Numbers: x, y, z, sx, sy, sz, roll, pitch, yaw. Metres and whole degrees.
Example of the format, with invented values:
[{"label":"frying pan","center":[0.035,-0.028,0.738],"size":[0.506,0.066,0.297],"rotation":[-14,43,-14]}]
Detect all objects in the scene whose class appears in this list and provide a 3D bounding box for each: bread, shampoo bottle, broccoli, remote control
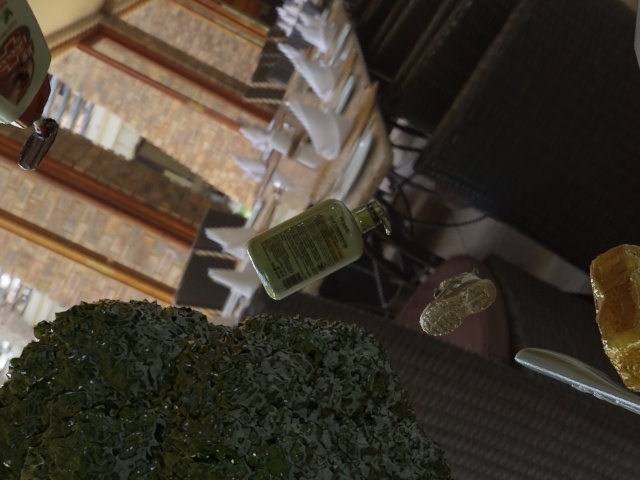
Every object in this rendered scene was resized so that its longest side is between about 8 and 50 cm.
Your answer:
[{"label":"bread","center":[0.620,0.145,1.558],"size":[0.132,0.167,0.294],"rotation":[-33,24,35]},{"label":"shampoo bottle","center":[-0.379,-0.198,0.936],"size":[0.153,0.071,0.284],"rotation":[-58,-24,-22]},{"label":"shampoo bottle","center":[0.000,0.000,0.914],"size":[0.162,0.079,0.079],"rotation":[-28,9,-5]},{"label":"broccoli","center":[-0.067,0.187,0.453],"size":[0.283,0.303,0.321],"rotation":[-54,10,45]},{"label":"remote control","center":[0.255,0.129,0.712],"size":[0.184,0.050,0.027],"rotation":[18,84,56]}]

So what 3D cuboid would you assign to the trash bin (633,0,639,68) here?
[{"label":"trash bin","center":[0.491,-0.274,1.084],"size":[0.236,0.101,0.177],"rotation":[41,-144,-67]}]

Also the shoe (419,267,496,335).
[{"label":"shoe","center":[0.287,0.125,1.740],"size":[0.180,0.089,0.092],"rotation":[-34,31,7]}]
